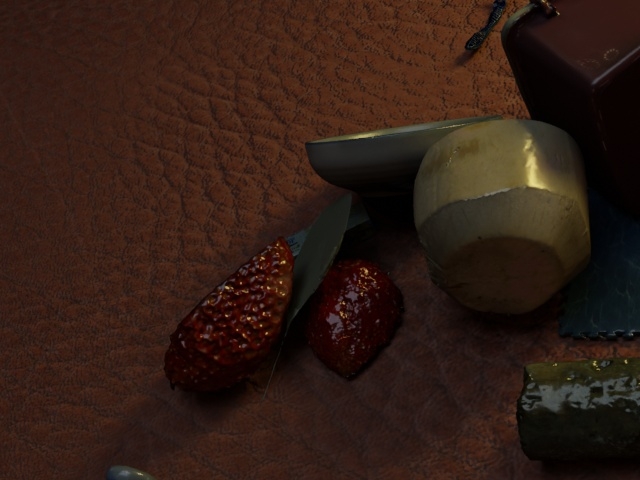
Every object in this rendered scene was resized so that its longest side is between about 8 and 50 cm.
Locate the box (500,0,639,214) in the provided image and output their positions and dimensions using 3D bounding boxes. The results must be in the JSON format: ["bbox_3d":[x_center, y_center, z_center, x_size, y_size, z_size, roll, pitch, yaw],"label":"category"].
[{"bbox_3d":[0.364,-0.181,1.335,0.193,0.294,0.167,-35,45,1],"label":"box"}]

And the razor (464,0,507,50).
[{"bbox_3d":[0.270,-0.350,1.773,0.044,0.028,0.154,7,51,36],"label":"razor"}]

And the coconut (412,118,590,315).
[{"bbox_3d":[0.220,-0.036,1.333,0.241,0.241,0.241,-17,42,16],"label":"coconut"}]

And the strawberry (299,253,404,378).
[{"bbox_3d":[0.029,0.093,1.437,0.147,0.082,0.187,-20,44,25],"label":"strawberry"}]

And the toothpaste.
[{"bbox_3d":[0.000,0.000,1.572,0.164,0.034,0.046,-26,40,5],"label":"toothpaste"}]

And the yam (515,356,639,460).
[{"bbox_3d":[0.311,0.175,1.151,0.194,0.107,0.107,-7,45,24],"label":"yam"}]

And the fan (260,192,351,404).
[{"bbox_3d":[-0.026,0.076,1.435,0.182,0.010,0.310,-36,30,61],"label":"fan"}]

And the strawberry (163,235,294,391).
[{"bbox_3d":[-0.108,0.120,1.443,0.236,0.107,0.175,-51,-13,33],"label":"strawberry"}]

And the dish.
[{"bbox_3d":[0.123,-0.091,1.516,0.273,0.133,0.273,-9,7,1],"label":"dish"}]

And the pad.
[{"bbox_3d":[0.431,0.012,1.317,0.269,0.012,0.269,-4,47,28],"label":"pad"}]

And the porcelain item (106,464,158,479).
[{"bbox_3d":[-0.253,0.388,1.256,0.141,0.141,0.259,-2,58,30],"label":"porcelain item"}]
